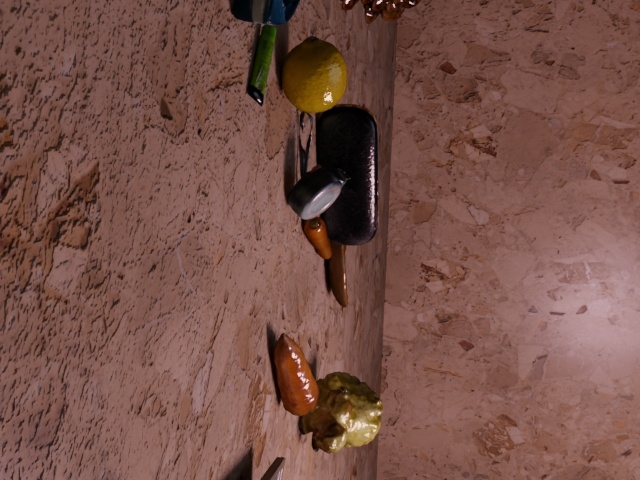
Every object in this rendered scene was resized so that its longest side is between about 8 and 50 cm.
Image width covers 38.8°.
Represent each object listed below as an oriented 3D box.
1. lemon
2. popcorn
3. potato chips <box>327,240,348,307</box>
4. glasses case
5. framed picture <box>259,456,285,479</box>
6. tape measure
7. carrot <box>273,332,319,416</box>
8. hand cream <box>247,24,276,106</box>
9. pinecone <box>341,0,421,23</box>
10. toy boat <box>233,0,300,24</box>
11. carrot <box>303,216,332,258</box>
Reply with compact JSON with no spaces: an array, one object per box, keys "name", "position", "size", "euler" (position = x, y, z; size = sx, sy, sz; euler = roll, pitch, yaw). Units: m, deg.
[{"name":"lemon","position":[-0.010,-0.269,1.480],"size":[0.109,0.109,0.133],"euler":[-73,157,-55]},{"name":"popcorn","position":[0.038,0.349,1.891],"size":[0.195,0.173,0.168],"euler":[7,46,-56]},{"name":"potato chips","position":[0.041,0.060,2.071],"size":[0.150,0.049,0.201],"euler":[-83,169,-49]},{"name":"glasses case","position":[0.059,-0.131,1.889],"size":[0.082,0.122,0.320],"euler":[-70,161,-55]},{"name":"framed picture","position":[-0.104,0.491,1.360],"size":[0.213,0.016,0.289],"euler":[-17,117,-80]},{"name":"tape measure","position":[-0.035,-0.131,1.610],"size":[0.107,0.104,0.179],"euler":[-13,72,-57]},{"name":"carrot","position":[-0.047,0.222,1.563],"size":[0.205,0.072,0.072],"euler":[79,17,-49]},{"name":"hand cream","position":[-0.083,-0.254,1.309],"size":[0.036,0.023,0.121],"euler":[39,53,-53]},{"name":"pinecone","position":[0.098,-0.457,1.326],"size":[0.264,0.264,0.264],"euler":[3,90,-80]},{"name":"toy boat","position":[-0.064,-0.372,1.268],"size":[0.299,0.062,0.096],"euler":[-77,167,-49]},{"name":"carrot","position":[0.000,0.000,1.835],"size":[0.248,0.043,0.043],"euler":[65,29,-73]}]
